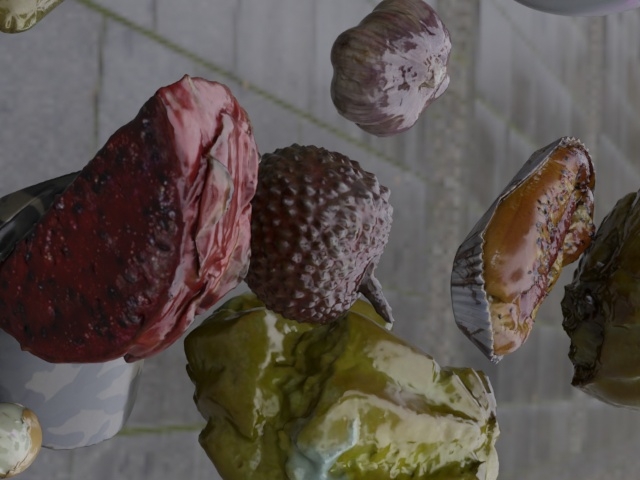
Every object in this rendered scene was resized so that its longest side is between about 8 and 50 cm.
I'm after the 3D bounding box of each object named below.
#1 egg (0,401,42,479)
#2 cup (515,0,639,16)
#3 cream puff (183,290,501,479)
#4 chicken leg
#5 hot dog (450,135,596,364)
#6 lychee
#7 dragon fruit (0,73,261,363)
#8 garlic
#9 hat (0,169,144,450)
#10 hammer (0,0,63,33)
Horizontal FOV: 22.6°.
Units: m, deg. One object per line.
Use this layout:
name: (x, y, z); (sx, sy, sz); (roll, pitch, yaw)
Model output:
egg: (-0.295, 0.184, 1.497); (0.083, 0.071, 0.071); (-40, 129, -72)
cup: (0.199, -0.342, 1.255); (0.259, 0.274, 0.357); (21, 68, -54)
cream puff: (0.046, 0.195, 1.722); (0.378, 0.275, 0.378); (54, 11, -16)
chicken leg: (0.360, -0.019, 1.209); (0.201, 0.429, 0.153); (48, 11, -32)
hot dog: (0.149, 0.002, 1.127); (0.191, 0.059, 0.108); (-52, 141, -43)
lychee: (0.000, 0.000, 1.500); (0.165, 0.197, 0.165); (-54, 170, -13)
dragon fruit: (-0.121, 0.002, 1.360); (0.152, 0.317, 0.205); (53, 37, 9)
garlic: (0.078, -0.175, 1.635); (0.159, 0.102, 0.147); (-10, 122, -57)
hat: (-0.212, 0.065, 1.789); (0.366, 0.257, 0.382); (-24, 114, -44)
hammer: (-0.160, -0.244, 1.238); (0.305, 0.202, 0.113); (-43, 165, -41)
